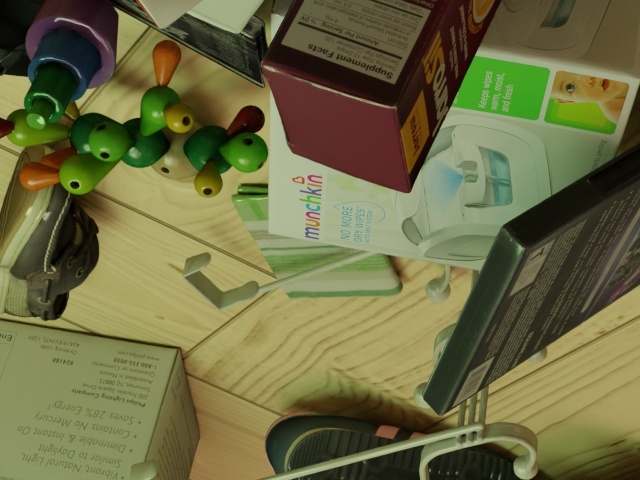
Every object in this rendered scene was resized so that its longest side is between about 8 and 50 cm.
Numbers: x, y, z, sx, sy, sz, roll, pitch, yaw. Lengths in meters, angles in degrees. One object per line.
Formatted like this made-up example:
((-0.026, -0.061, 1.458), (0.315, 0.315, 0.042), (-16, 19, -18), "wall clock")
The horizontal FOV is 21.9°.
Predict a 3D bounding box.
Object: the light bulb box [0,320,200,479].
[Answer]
((-0.341, 0.286, 1.680), (0.358, 0.361, 0.225), (9, 148, 10), "light bulb box")

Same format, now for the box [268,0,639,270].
((0.085, -0.102, 1.117), (0.231, 0.127, 0.262), (10, 150, 3), "box")

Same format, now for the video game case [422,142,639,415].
((0.196, -0.001, 1.112), (0.026, 0.274, 0.196), (47, 146, 21), "video game case")

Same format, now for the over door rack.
((0.029, 0.104, 1.327), (0.324, 0.239, 0.108), (-10, 135, 22), "over door rack")

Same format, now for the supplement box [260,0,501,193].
((0.047, -0.137, 0.924), (0.081, 0.188, 0.104), (20, 160, 16), "supplement box")

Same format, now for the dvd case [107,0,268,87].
((-0.107, -0.158, 1.072), (0.164, 0.018, 0.221), (29, 177, 1), "dvd case")

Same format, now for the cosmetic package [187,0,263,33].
((-0.059, -0.245, 0.902), (0.151, 0.151, 0.184), (24, 143, -16), "cosmetic package")

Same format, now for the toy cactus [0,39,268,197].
((-0.129, -0.082, 1.244), (0.219, 0.112, 0.180), (-4, 178, 21), "toy cactus")

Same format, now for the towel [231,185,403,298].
((0.000, 0.000, 1.417), (0.113, 0.023, 0.152), (-2, 143, 21), "towel")

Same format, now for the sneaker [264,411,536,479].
((0.088, 0.240, 1.715), (0.319, 0.112, 0.131), (22, -179, -25), "sneaker")

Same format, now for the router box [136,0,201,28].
((-0.020, -0.302, 0.672), (0.335, 0.082, 0.301), (-38, 132, 0), "router box")

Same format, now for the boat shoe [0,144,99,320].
((-0.237, 0.001, 1.438), (0.092, 0.103, 0.285), (15, 153, -13), "boat shoe")

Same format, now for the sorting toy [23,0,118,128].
((-0.326, -0.131, 1.141), (0.365, 0.126, 0.127), (9, 136, 8), "sorting toy")

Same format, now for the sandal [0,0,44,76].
((-0.290, -0.153, 1.248), (0.254, 0.054, 0.097), (7, 148, 12), "sandal")
